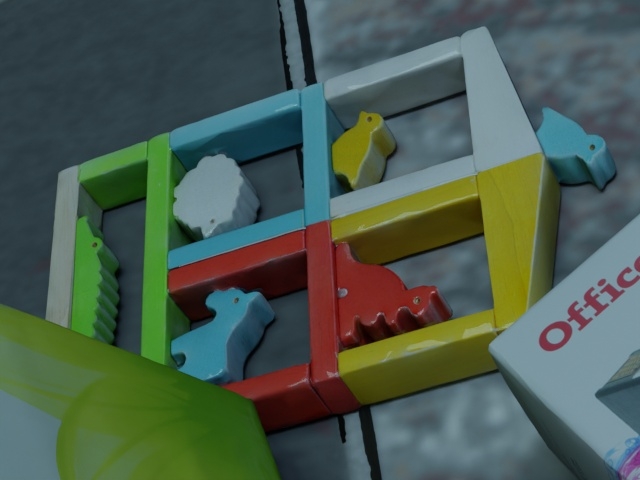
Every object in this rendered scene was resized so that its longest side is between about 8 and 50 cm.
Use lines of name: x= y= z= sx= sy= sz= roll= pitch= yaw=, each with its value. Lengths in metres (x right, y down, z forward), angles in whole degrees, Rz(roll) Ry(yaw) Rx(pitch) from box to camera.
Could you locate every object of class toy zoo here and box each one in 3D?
toy zoo: x=0.000 y=0.000 z=0.888 sx=0.293 sy=0.030 sz=0.192 roll=-17 pitch=48 yaw=17

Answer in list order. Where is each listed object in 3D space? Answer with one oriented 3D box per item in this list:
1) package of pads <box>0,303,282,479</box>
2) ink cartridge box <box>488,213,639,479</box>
package of pads: x=-0.103 y=0.144 z=0.662 sx=0.101 sy=0.229 sz=0.296 roll=-53 pitch=34 yaw=20
ink cartridge box: x=0.190 y=0.070 z=0.682 sx=0.154 sy=0.093 sz=0.212 roll=-39 pitch=44 yaw=-5
